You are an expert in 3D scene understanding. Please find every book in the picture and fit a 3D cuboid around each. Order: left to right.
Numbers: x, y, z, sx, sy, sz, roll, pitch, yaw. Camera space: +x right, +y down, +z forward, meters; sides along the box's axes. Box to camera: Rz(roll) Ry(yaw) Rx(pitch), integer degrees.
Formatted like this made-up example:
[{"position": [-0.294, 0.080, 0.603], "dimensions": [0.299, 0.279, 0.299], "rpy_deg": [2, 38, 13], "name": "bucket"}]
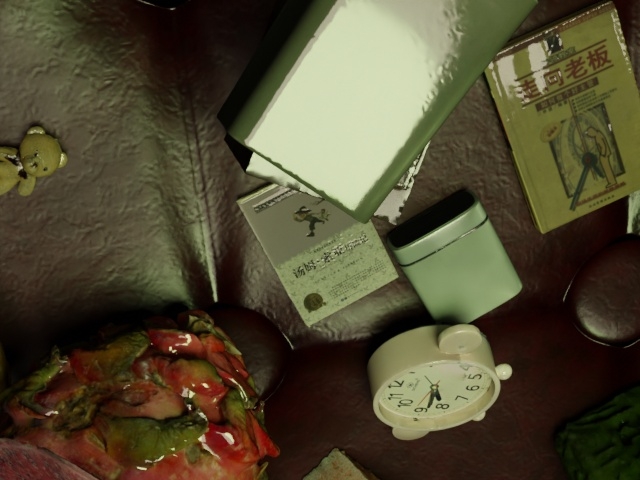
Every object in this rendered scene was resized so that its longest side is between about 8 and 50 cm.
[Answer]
[{"position": [0.000, 0.000, 1.223], "dimensions": [0.127, 0.014, 0.181], "rpy_deg": [-27, 114, -1], "name": "book"}, {"position": [0.288, -0.137, 1.216], "dimensions": [0.161, 0.026, 0.230], "rpy_deg": [-24, 114, 0], "name": "book"}]

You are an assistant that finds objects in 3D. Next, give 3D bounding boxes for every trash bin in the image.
[{"position": [0.039, -0.159, 0.922], "dimensions": [0.164, 0.122, 0.240], "rpy_deg": [34, 96, -20], "name": "trash bin"}, {"position": [0.156, 0.025, 1.241], "dimensions": [0.116, 0.059, 0.130], "rpy_deg": [-30, 116, 4], "name": "trash bin"}]

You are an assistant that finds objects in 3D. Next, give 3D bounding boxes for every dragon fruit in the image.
[{"position": [-0.164, 0.216, 1.151], "dimensions": [0.314, 0.263, 0.296], "rpy_deg": [23, 140, 19], "name": "dragon fruit"}]

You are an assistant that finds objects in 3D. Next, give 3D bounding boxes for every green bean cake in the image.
[{"position": [0.440, 0.286, 1.301], "dimensions": [0.250, 0.247, 0.156], "rpy_deg": [-23, 116, 0], "name": "green bean cake"}]

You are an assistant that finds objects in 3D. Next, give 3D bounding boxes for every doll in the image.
[{"position": [-0.315, -0.079, 1.124], "dimensions": [0.093, 0.051, 0.061], "rpy_deg": [-16, 119, 28], "name": "doll"}]

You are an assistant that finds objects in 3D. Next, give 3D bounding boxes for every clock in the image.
[{"position": [0.135, 0.161, 1.267], "dimensions": [0.156, 0.063, 0.229], "rpy_deg": [3, 139, -14], "name": "clock"}]

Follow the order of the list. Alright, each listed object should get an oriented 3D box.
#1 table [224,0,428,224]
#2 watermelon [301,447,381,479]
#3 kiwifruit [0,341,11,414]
[{"position": [0.022, -0.145, 1.074], "dimensions": [0.169, 0.172, 0.193], "rpy_deg": [18, 103, -18], "name": "table"}, {"position": [0.063, 0.387, 1.355], "dimensions": [0.193, 0.140, 0.256], "rpy_deg": [-36, 107, -4], "name": "watermelon"}, {"position": [-0.440, 0.147, 1.106], "dimensions": [0.234, 0.196, 0.196], "rpy_deg": [3, 112, -20], "name": "kiwifruit"}]
